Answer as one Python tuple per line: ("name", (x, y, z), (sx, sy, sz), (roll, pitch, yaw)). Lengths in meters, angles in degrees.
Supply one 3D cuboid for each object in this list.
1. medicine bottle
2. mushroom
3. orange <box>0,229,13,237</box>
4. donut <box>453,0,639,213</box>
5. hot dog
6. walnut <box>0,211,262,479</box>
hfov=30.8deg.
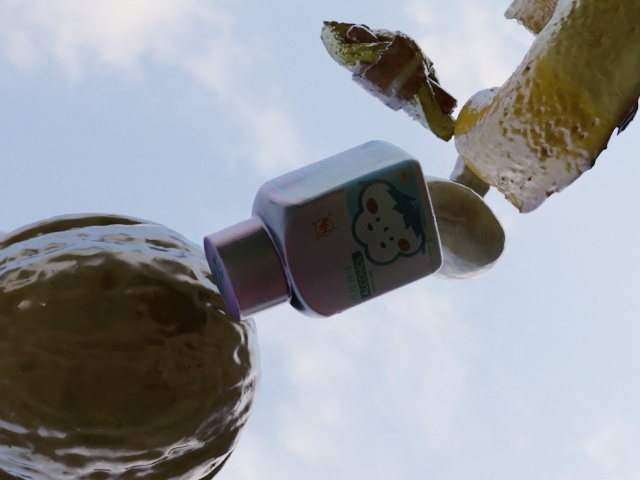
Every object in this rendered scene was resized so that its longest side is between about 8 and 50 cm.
("medicine bottle", (0.000, 0.000, 1.006), (0.188, 0.094, 0.119), (-22, -65, -14))
("mushroom", (0.206, -0.039, 1.914), (0.206, 0.206, 0.209), (26, -133, -27))
("orange", (-0.373, 0.120, 1.391), (0.261, 0.261, 0.261), (10, -108, -33))
("donut", (0.346, -0.266, 1.630), (0.163, 0.377, 0.435), (31, -111, -6))
("hot dog", (0.115, -0.261, 1.757), (0.261, 0.093, 0.123), (34, -143, -7))
("walnut", (-0.221, 0.118, 1.119), (0.333, 0.333, 0.332), (10, -108, -33))
